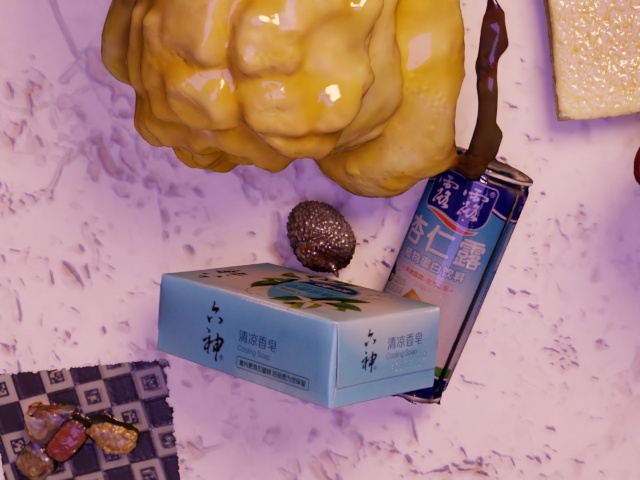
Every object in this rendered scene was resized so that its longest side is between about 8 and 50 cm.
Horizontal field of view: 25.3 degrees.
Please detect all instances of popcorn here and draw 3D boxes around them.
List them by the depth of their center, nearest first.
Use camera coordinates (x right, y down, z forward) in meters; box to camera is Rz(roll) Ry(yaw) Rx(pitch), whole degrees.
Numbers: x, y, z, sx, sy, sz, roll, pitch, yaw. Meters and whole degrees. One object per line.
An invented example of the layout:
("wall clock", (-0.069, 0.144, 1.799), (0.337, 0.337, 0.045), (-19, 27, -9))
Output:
("popcorn", (-0.001, -0.177, 1.228), (0.381, 0.349, 0.349), (33, 103, -9))

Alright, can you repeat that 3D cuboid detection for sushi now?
("sushi", (-0.246, 0.199, 1.476), (0.201, 0.031, 0.139), (-7, 99, 10))

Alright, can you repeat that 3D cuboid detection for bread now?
("bread", (0.267, -0.205, 1.308), (0.125, 0.068, 0.188), (-7, 100, 9))

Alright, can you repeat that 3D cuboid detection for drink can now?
("drink can", (0.115, 0.034, 1.360), (0.097, 0.097, 0.235), (22, 104, 4))

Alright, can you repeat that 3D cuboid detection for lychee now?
("lychee", (0.000, 0.000, 1.385), (0.067, 0.068, 0.083), (-36, 73, 53))

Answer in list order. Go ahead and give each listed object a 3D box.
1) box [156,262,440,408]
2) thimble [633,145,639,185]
("box", (-0.023, 0.082, 1.313), (0.232, 0.142, 0.083), (15, 104, 42))
("thimble", (0.447, -0.052, 1.179), (0.350, 0.350, 0.230), (36, 101, 1))
